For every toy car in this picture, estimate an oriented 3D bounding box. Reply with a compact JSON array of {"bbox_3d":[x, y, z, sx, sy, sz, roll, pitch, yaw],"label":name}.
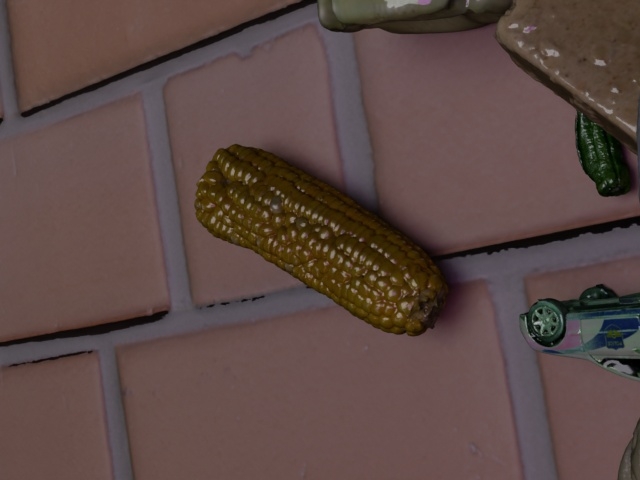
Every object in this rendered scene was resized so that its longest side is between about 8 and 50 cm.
[{"bbox_3d":[0.260,0.070,0.996,0.224,0.090,0.076,-8,92,43],"label":"toy car"}]

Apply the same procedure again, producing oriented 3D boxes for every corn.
[{"bbox_3d":[0.000,-0.004,1.229,0.313,0.102,0.102,27,110,35],"label":"corn"}]

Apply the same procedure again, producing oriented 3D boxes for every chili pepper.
[{"bbox_3d":[0.233,-0.094,1.054,0.055,0.035,0.118,10,88,32],"label":"chili pepper"}]

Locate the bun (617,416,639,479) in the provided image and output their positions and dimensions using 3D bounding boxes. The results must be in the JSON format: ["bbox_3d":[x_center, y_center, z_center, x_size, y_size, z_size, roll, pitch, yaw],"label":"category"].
[{"bbox_3d":[0.288,0.195,0.968,0.183,0.102,0.183,1,91,45],"label":"bun"}]

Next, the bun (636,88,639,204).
[{"bbox_3d":[0.369,-0.062,0.812,0.354,0.194,0.354,-2,87,32],"label":"bun"}]

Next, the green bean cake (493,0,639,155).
[{"bbox_3d":[0.230,-0.144,0.994,0.109,0.085,0.179,-50,61,6],"label":"green bean cake"}]

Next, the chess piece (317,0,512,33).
[{"bbox_3d":[0.074,-0.396,1.068,0.234,0.234,0.442,-1,95,43],"label":"chess piece"}]
